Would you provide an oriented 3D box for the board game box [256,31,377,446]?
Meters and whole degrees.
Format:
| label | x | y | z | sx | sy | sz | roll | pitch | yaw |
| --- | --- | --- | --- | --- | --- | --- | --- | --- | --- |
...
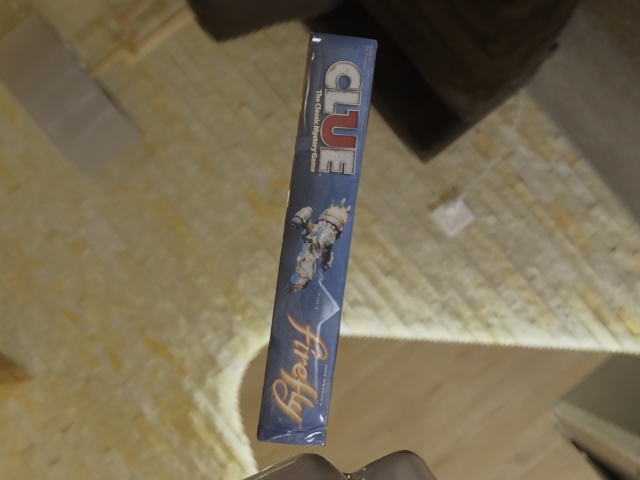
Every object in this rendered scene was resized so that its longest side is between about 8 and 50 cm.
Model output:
| label | x | y | z | sx | sy | sz | roll | pitch | yaw |
| --- | --- | --- | --- | --- | --- | --- | --- | --- | --- |
| board game box | 0.000 | 0.000 | 0.807 | 0.042 | 0.243 | 0.165 | 8 | -179 | 2 |

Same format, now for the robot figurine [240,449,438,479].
| label | x | y | z | sx | sy | sz | roll | pitch | yaw |
| --- | --- | --- | --- | --- | --- | --- | --- | --- | --- |
| robot figurine | -0.059 | 0.281 | 0.867 | 0.200 | 0.353 | 0.300 | 55 | 162 | 39 |
